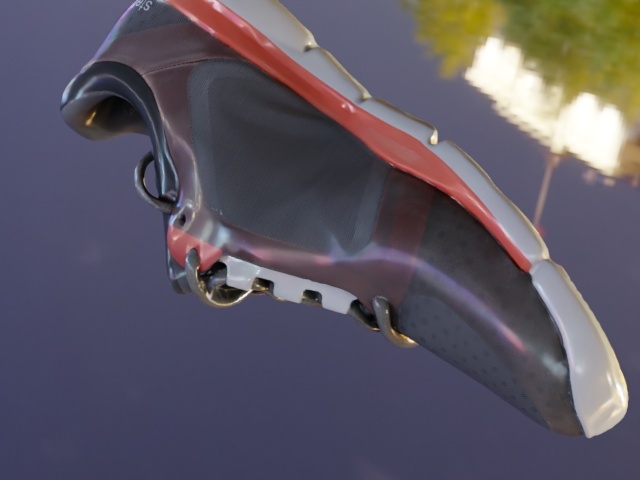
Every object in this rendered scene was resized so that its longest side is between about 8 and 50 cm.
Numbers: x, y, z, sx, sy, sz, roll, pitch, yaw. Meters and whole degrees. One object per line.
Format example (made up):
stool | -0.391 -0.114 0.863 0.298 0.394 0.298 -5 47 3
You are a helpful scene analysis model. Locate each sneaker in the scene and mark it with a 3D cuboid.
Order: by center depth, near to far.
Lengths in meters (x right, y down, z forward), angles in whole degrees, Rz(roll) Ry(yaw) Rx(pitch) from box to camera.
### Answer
sneaker | 0.000 0.000 0.349 0.158 0.065 0.061 43 173 27
